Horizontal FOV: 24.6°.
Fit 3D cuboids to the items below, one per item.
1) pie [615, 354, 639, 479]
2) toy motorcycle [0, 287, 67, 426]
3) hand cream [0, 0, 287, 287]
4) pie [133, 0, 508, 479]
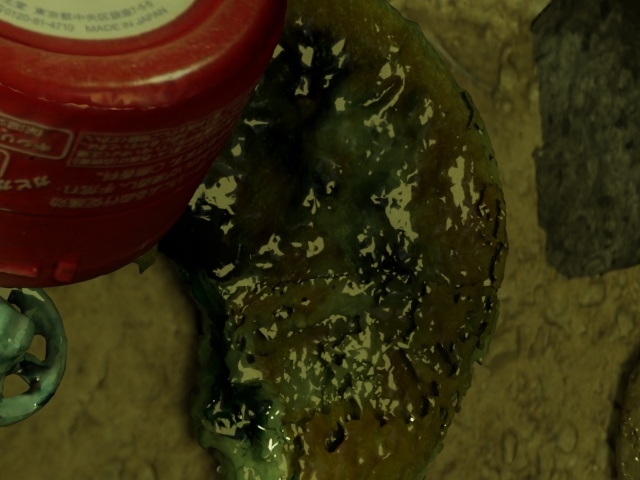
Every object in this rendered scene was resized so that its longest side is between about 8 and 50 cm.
[{"bbox_3d":[0.315,0.148,1.209,0.195,0.046,0.195,-3,95,-38],"label":"pie"},{"bbox_3d":[-0.258,0.054,0.684,0.206,0.154,0.260,51,54,-4],"label":"toy motorcycle"},{"bbox_3d":[-0.137,-0.104,0.691,0.230,0.149,0.230,12,55,-18],"label":"hand cream"},{"bbox_3d":[0.000,0.000,0.922,0.296,0.078,0.371,-38,116,-31],"label":"pie"}]
